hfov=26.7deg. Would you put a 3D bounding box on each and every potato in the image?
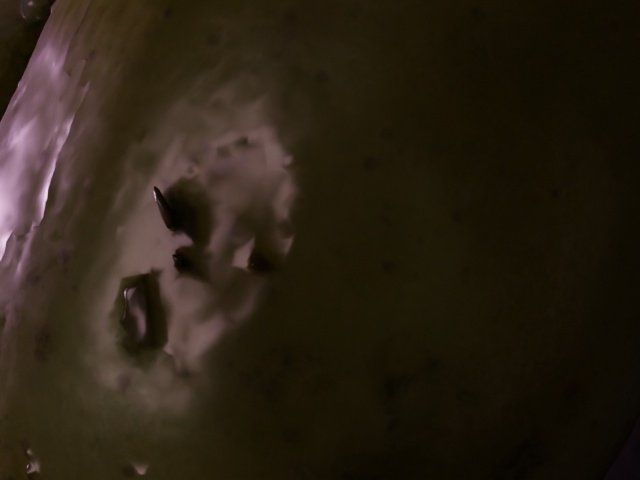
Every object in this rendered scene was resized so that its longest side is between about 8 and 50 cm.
[{"bbox_3d":[0.000,0.000,0.413,0.216,0.216,0.304,18,80,41],"label":"potato"}]

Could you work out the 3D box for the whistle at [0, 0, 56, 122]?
[{"bbox_3d":[-0.139,-0.117,0.613,0.104,0.057,0.198,-18,47,49],"label":"whistle"}]
